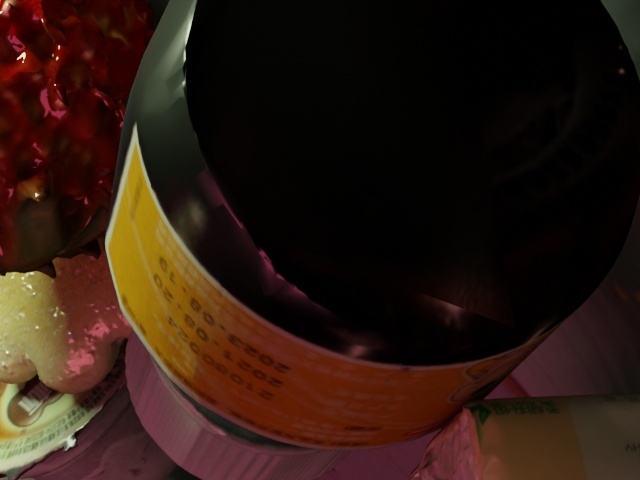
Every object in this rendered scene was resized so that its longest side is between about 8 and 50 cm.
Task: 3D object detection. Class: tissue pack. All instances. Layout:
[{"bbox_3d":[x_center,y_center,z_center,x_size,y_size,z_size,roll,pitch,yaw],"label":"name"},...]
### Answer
[{"bbox_3d":[0.156,0.147,0.752,0.186,0.222,0.090,113,155,-56],"label":"tissue pack"}]

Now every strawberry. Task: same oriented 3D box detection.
[{"bbox_3d":[-0.225,-0.141,0.905,0.292,0.292,0.344,-12,90,51],"label":"strawberry"}]

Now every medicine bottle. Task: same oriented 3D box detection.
[{"bbox_3d":[0.000,0.000,0.796,0.242,0.242,0.395,48,158,6],"label":"medicine bottle"}]

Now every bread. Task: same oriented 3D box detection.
[{"bbox_3d":[-0.187,0.017,1.067,0.250,0.182,0.039,5,166,44],"label":"bread"}]

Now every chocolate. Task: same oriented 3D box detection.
[{"bbox_3d":[-0.178,0.129,1.150,0.221,0.221,0.147,11,147,42],"label":"chocolate"}]
